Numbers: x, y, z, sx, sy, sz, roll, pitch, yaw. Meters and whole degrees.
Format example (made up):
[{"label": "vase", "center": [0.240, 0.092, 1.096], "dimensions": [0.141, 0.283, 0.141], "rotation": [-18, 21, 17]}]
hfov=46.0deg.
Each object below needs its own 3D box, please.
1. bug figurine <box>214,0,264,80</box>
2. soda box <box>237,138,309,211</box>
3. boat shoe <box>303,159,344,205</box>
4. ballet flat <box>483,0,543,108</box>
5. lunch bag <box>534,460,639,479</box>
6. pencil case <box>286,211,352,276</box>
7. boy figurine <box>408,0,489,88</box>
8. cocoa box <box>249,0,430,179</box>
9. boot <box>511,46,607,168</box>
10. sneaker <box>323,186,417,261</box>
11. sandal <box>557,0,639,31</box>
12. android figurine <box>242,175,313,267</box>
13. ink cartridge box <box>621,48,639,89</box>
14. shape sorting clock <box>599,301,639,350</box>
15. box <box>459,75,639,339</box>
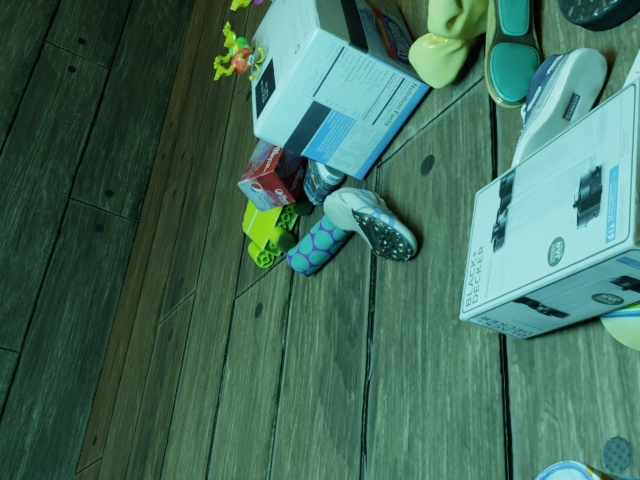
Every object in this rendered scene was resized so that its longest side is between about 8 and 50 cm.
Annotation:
[{"label": "bug figurine", "center": [-0.130, -0.423, 1.418], "dimensions": [0.216, 0.072, 0.279], "rotation": [-150, 77, -73]}, {"label": "soda box", "center": [-0.075, -0.176, 1.539], "dimensions": [0.092, 0.083, 0.263], "rotation": [-17, 35, 29]}, {"label": "boat shoe", "center": [-0.003, -0.152, 1.498], "dimensions": [0.083, 0.065, 0.183], "rotation": [-55, 27, 33]}, {"label": "ballet flat", "center": [0.264, -0.259, 1.045], "dimensions": [0.073, 0.080, 0.232], "rotation": [97, -177, -62]}, {"label": "lunch bag", "center": [0.221, 0.338, 0.573], "dimensions": [0.243, 0.115, 0.303], "rotation": [-54, 27, 24]}, {"label": "pencil case", "center": [0.000, 0.000, 1.366], "dimensions": [0.152, 0.064, 0.070], "rotation": [-48, 47, 38]}, {"label": "boy figurine", "center": [0.217, -0.366, 1.122], "dimensions": [0.092, 0.177, 0.285], "rotation": [41, 133, 27]}, {"label": "cocoa box", "center": [0.021, -0.324, 1.387], "dimensions": [0.231, 0.228, 0.347], "rotation": [-54, 27, 32]}, {"label": "boot", "center": [0.276, -0.144, 0.922], "dimensions": [0.190, 0.069, 0.086], "rotation": [-60, 17, -1]}, {"label": "sneaker", "center": [0.088, -0.037, 1.206], "dimensions": [0.086, 0.085, 0.237], "rotation": [-30, 31, -16]}, {"label": "sandal", "center": [0.374, -0.475, 0.960], "dimensions": [0.167, 0.107, 0.446], "rotation": [-10, 74, 61]}, {"label": "android figurine", "center": [-0.096, -0.069, 1.634], "dimensions": [0.248, 0.056, 0.273], "rotation": [-66, 25, 6]}, {"label": "ink cartridge box", "center": [0.375, -0.182, 0.729], "dimensions": [0.198, 0.067, 0.115], "rotation": [-68, 24, 3]}, {"label": "shape sorting clock", "center": [0.328, 0.004, 0.704], "dimensions": [0.206, 0.040, 0.206], "rotation": [-163, 90, -77]}, {"label": "box", "center": [0.253, -0.013, 0.753], "dimensions": [0.290, 0.087, 0.169], "rotation": [137, 148, -66]}]
